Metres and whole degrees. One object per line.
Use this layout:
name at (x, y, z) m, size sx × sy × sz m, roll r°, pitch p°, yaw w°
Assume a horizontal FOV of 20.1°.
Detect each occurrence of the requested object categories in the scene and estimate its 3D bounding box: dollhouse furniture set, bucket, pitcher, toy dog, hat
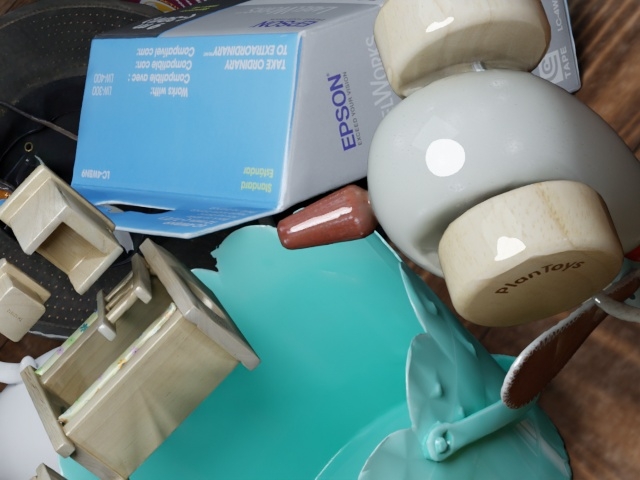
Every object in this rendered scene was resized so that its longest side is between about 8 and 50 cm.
dollhouse furniture set at (-0.162, 0.066, 1.001) m, size 0.182 × 0.161 × 0.101 m, roll -46°, pitch 33°, yaw 3°
bucket at (0.000, 0.138, 1.058) m, size 0.281 × 0.183 × 0.281 m, roll -29°, pitch 39°, yaw 26°
pitcher at (-0.202, 0.124, 1.305) m, size 0.207 × 0.178 × 0.125 m, roll -14°, pitch 41°, yaw 42°
toy dog at (0.099, 0.000, 0.945) m, size 0.161 × 0.334 × 0.220 m, roll -22°, pitch 46°, yaw 22°
hat at (-0.180, -0.033, 1.459) m, size 0.134 × 0.331 × 0.331 m, roll 101°, pitch -176°, yaw -56°

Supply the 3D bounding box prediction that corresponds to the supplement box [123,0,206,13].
supplement box at (-0.096, -0.228, 1.603) m, size 0.188 × 0.104 × 0.081 m, roll 6°, pitch 62°, yaw 51°

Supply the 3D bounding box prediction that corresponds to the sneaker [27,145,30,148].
sneaker at (-0.248, -0.140, 1.718) m, size 0.090 × 0.081 × 0.232 m, roll -13°, pitch 54°, yaw 38°

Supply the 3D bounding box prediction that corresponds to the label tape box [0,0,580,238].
label tape box at (-0.032, -0.109, 1.245) m, size 0.347 × 0.115 × 0.249 m, roll -21°, pitch 17°, yaw -36°

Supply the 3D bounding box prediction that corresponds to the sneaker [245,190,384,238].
sneaker at (0.000, 0.000, 1.315) m, size 0.097 × 0.084 × 0.235 m, roll -16°, pitch 41°, yaw 5°
